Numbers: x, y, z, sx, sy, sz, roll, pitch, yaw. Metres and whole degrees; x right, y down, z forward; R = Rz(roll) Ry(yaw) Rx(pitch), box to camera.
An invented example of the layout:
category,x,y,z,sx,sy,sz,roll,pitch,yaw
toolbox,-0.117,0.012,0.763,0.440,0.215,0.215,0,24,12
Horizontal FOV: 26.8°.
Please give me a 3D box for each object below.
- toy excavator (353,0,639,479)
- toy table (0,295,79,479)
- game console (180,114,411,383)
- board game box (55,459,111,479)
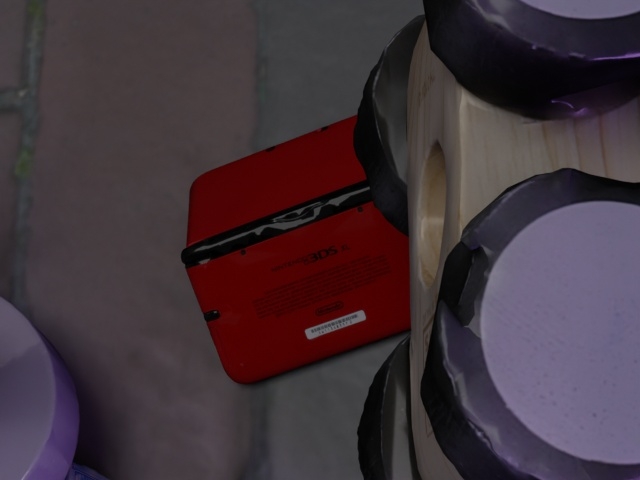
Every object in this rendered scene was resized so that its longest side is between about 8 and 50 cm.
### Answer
category,x,y,z,sx,sy,sz,roll,pitch,yaw
toy excavator,0.244,0.069,0.501,0.445,0.222,0.433,2,71,-4
toy table,-0.276,0.059,0.742,0.274,0.161,0.252,2,55,33
game console,0.000,0.000,0.783,0.144,0.085,0.124,-20,93,12
board game box,-0.171,0.223,0.723,0.194,0.060,0.194,-41,60,0
